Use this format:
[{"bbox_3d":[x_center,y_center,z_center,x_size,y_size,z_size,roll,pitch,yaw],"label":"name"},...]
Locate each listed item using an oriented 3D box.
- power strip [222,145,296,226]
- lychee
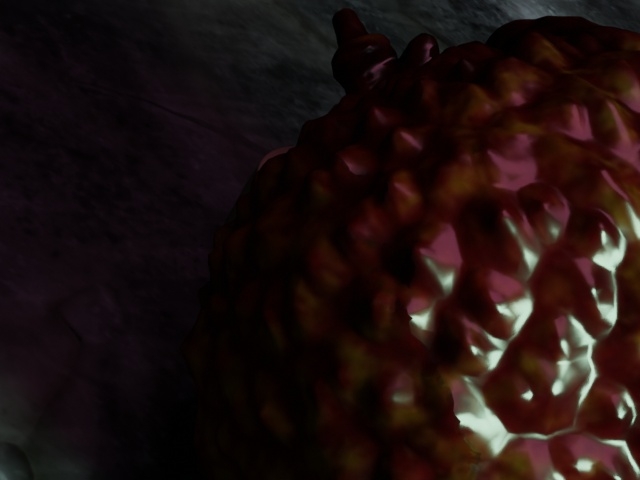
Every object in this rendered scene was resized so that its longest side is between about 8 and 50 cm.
[{"bbox_3d":[0.000,0.000,1.462,0.154,0.078,0.154,24,32,-16],"label":"power strip"},{"bbox_3d":[0.118,0.060,1.153,0.424,0.424,0.500,-13,63,-50],"label":"lychee"}]
